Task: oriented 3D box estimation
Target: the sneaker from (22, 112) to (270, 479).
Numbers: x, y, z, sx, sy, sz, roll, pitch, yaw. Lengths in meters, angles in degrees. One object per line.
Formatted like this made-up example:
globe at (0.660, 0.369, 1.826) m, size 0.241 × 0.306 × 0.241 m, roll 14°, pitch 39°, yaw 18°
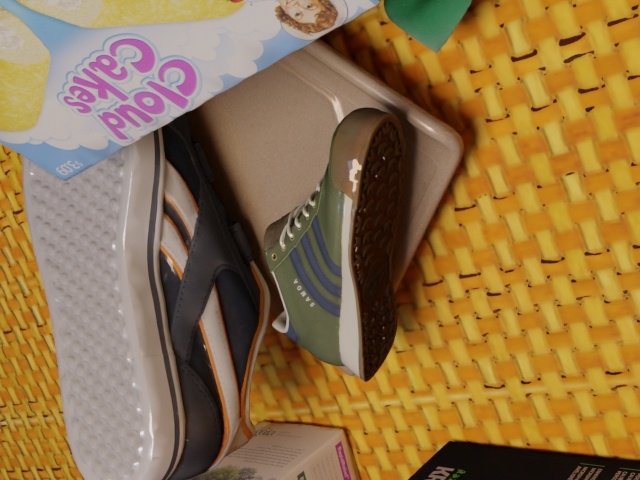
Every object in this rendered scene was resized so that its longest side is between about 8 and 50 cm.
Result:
sneaker at (-0.120, 0.006, 0.745) m, size 0.126 × 0.127 × 0.321 m, roll -11°, pitch 84°, yaw 39°

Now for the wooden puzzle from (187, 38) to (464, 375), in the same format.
wooden puzzle at (-0.023, -0.046, 0.735) m, size 0.221 × 0.044 × 0.238 m, roll 37°, pitch 136°, yaw 18°

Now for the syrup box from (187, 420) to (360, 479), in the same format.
syrup box at (-0.074, 0.227, 0.778) m, size 0.093 × 0.237 × 0.096 m, roll -2°, pitch 108°, yaw 41°

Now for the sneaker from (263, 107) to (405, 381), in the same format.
sneaker at (0.000, 0.000, 0.660) m, size 0.086 × 0.064 × 0.192 m, roll 19°, pitch 131°, yaw 26°

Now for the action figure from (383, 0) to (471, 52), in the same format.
action figure at (0.074, -0.188, 0.500) m, size 0.137 × 0.063 × 0.232 m, roll 57°, pitch 163°, yaw -2°

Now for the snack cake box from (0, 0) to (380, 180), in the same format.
snack cake box at (-0.108, -0.138, 0.540) m, size 0.152 × 0.089 × 0.264 m, roll 34°, pitch 142°, yaw -32°

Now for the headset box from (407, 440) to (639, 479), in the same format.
headset box at (0.143, 0.241, 0.599) m, size 0.283 × 0.246 × 0.131 m, roll -2°, pitch 111°, yaw 41°
